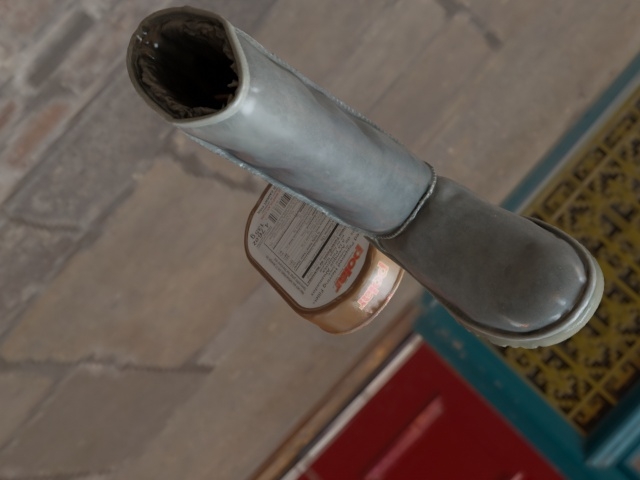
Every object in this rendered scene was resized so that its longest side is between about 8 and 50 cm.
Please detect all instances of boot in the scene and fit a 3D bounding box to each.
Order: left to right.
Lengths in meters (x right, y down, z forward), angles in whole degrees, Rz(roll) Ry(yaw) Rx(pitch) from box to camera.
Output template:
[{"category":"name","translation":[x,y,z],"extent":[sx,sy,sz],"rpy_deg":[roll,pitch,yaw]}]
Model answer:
[{"category":"boot","translation":[0.023,-0.033,0.694],"extent":[0.076,0.190,0.208],"rpy_deg":[-58,137,-8]}]

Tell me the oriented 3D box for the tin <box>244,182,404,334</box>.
[{"category":"tin","translation":[0.000,0.000,1.072],"extent":[0.040,0.190,0.106],"rpy_deg":[25,99,-33]}]
